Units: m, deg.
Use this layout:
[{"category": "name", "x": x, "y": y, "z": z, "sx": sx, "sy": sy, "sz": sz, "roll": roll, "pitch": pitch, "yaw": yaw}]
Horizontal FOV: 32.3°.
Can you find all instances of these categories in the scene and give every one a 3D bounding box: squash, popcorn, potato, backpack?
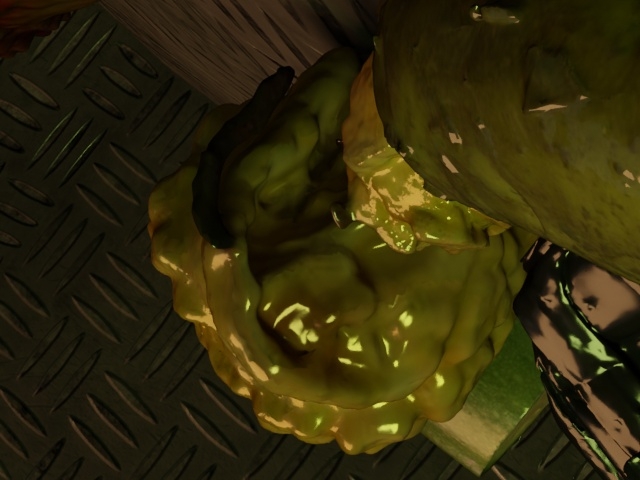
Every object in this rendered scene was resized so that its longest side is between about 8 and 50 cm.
[{"category": "squash", "x": 0.132, "y": 0.081, "z": 1.390, "sx": 0.384, "sy": 0.263, "sz": 0.263, "roll": 39, "pitch": 179, "yaw": 16}, {"category": "popcorn", "x": 0.075, "y": -0.060, "z": 0.708, "sx": 0.148, "sy": 0.152, "sz": 0.167, "roll": 68, "pitch": -168, "yaw": 20}, {"category": "potato", "x": 0.111, "y": -0.051, "z": 0.405, "sx": 0.149, "sy": 0.113, "sz": 0.251, "roll": 48, "pitch": 166, "yaw": -31}, {"category": "popcorn", "x": 0.000, "y": 0.000, "z": 0.921, "sx": 0.349, "sy": 0.349, "sz": 0.381, "roll": 38, "pitch": -174, "yaw": 27}, {"category": "backpack", "x": 0.208, "y": 0.073, "z": 0.525, "sx": 0.258, "sy": 0.206, "sz": 0.133, "roll": 44, "pitch": -140, "yaw": -2}]

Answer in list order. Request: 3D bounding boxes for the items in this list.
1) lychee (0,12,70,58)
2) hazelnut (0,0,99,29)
[{"category": "lychee", "x": -0.292, "y": -0.253, "z": 0.782, "sx": 0.306, "sy": 0.330, "sz": 0.306, "roll": 24, "pitch": 147, "yaw": 17}, {"category": "hazelnut", "x": -0.140, "y": -0.200, "z": 0.453, "sx": 0.208, "sy": 0.208, "sz": 0.208, "roll": 39, "pitch": 179, "yaw": 1}]
